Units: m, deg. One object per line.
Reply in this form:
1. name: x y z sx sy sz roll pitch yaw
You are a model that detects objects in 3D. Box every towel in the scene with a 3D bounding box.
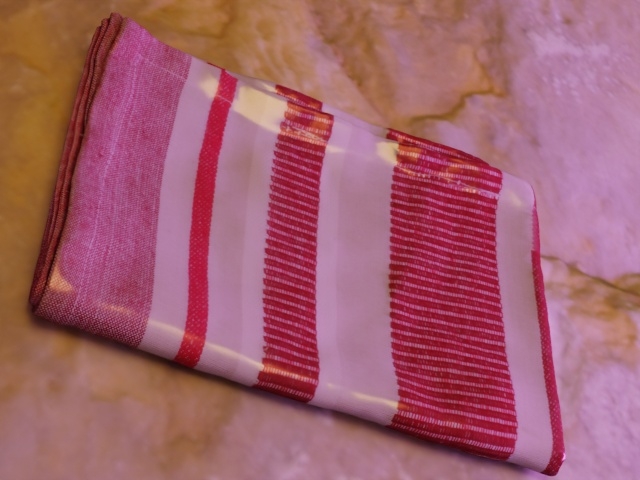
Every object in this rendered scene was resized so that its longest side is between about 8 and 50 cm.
1. towel: 0.000 0.000 0.856 0.329 0.037 0.237 20 45 -18
